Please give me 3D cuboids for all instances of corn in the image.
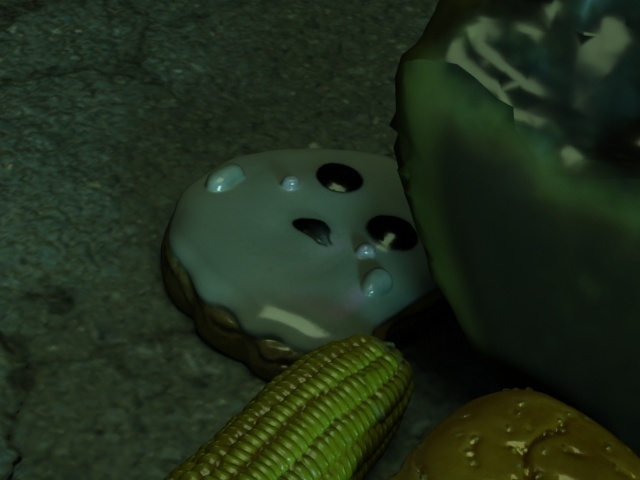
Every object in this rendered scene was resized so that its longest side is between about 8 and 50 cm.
[{"bbox_3d":[-0.028,0.122,0.766,0.080,0.080,0.231,26,39,18],"label":"corn"}]

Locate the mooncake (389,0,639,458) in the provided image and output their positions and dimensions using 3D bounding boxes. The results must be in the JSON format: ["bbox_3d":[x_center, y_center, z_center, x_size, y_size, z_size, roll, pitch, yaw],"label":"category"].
[{"bbox_3d":[0.244,-0.044,0.780,0.394,0.393,0.246,45,45,5],"label":"mooncake"}]

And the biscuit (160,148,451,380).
[{"bbox_3d":[0.000,0.000,0.943,0.181,0.049,0.208,35,46,26],"label":"biscuit"}]

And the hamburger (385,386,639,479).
[{"bbox_3d":[0.102,0.146,0.761,0.138,0.083,0.147,37,49,23],"label":"hamburger"}]
